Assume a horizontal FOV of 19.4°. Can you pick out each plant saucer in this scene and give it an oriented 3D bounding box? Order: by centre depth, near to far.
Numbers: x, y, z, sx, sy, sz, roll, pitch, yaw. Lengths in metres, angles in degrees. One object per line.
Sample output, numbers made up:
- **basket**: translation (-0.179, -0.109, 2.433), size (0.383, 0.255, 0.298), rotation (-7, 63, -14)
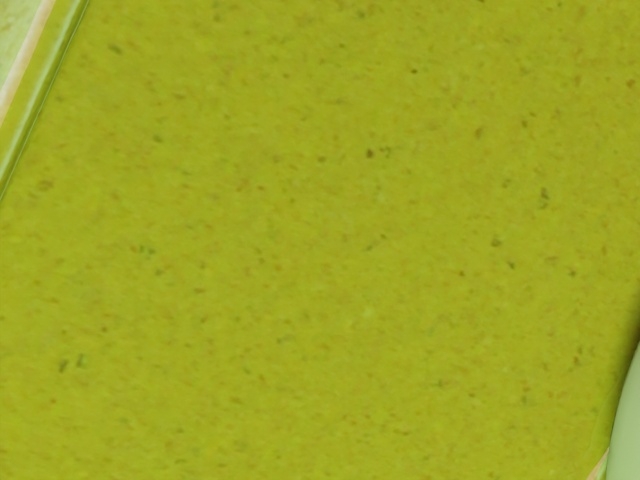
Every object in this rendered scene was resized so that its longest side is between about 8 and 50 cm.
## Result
- **plant saucer**: translation (0.000, 0.000, 0.537), size (0.333, 0.081, 0.333), rotation (21, 97, -29)

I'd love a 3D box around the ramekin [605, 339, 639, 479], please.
- **ramekin**: translation (0.198, 0.067, 0.554), size (0.207, 0.109, 0.207), rotation (-13, 116, -28)
